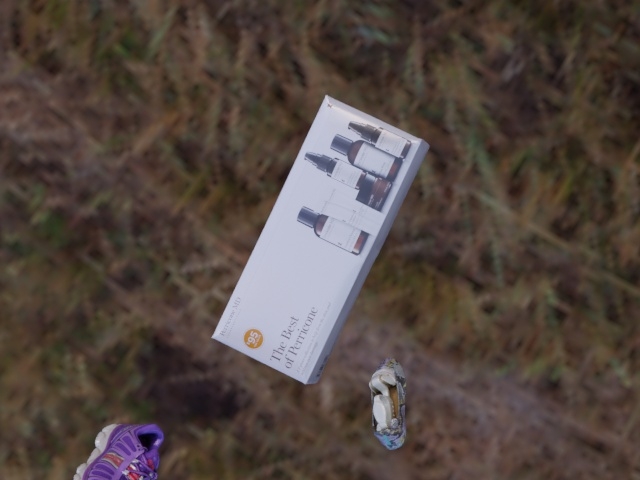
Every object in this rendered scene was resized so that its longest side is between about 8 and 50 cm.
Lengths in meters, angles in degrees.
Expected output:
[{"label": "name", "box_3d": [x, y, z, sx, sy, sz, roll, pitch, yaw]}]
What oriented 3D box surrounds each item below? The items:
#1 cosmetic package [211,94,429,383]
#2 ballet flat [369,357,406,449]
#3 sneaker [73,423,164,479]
[{"label": "cosmetic package", "box_3d": [0.000, 0.000, 1.721, 0.099, 0.239, 0.060, 25, -178, 12]}, {"label": "ballet flat", "box_3d": [0.069, 0.164, 2.037, 0.041, 0.114, 0.041, -2, 141, -2]}, {"label": "sneaker", "box_3d": [-0.200, 0.235, 1.953, 0.071, 0.170, 0.068, -15, 120, 19]}]
